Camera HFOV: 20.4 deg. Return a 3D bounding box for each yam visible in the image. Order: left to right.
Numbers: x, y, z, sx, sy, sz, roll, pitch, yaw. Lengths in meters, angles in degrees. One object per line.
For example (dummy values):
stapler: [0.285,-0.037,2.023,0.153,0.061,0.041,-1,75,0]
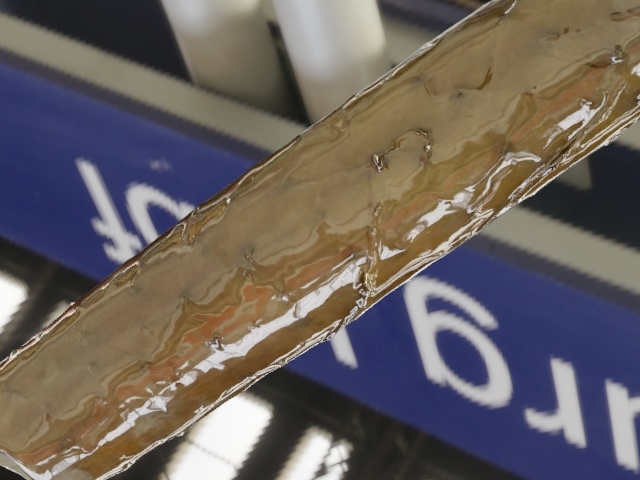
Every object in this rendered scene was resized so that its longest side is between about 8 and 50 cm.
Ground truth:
yam: [0.000,0.000,0.470,0.241,0.057,0.056,-33,-133,18]
